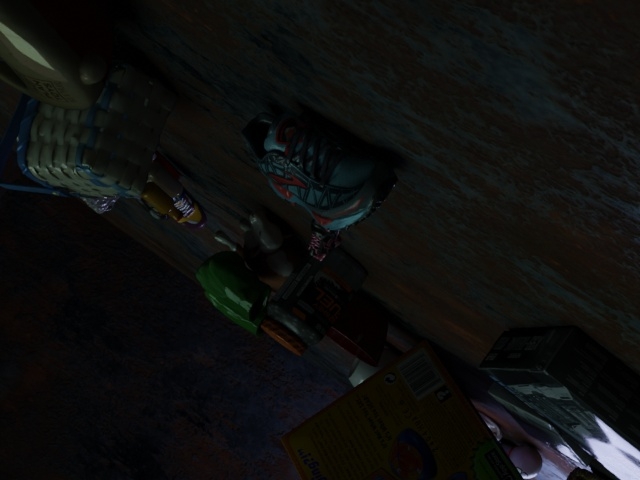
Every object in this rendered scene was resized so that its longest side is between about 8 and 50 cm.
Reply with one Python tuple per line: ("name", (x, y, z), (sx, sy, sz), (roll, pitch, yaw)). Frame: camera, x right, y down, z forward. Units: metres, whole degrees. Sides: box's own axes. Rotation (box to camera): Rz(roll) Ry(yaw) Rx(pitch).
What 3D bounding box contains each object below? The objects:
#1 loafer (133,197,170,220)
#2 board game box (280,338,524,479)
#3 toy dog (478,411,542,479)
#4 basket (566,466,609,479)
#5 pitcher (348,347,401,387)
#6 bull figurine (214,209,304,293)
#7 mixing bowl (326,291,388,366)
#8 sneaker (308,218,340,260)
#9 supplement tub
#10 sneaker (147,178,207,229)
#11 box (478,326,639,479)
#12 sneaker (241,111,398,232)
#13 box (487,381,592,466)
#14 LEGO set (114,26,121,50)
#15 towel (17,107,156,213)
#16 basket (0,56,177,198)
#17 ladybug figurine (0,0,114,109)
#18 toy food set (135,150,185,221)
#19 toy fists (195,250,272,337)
("loafer", (-0.428, -0.145, 2.355), (0.220, 0.080, 0.078), (38, 136, -3))
("board game box", (0.202, 0.492, 1.975), (0.356, 0.356, 0.356), (58, -177, 38))
("toy dog", (0.418, 0.553, 2.344), (0.220, 0.161, 0.334), (31, 168, 24))
("basket", (0.599, 0.631, 1.978), (0.299, 0.213, 0.223), (29, 167, 34))
("pitcher", (0.181, 0.318, 2.273), (0.207, 0.125, 0.178), (27, 148, -3))
("bull figurine", (-0.096, 0.035, 1.973), (0.188, 0.101, 0.310), (32, 166, 42))
("mixing bowl", (0.069, 0.164, 1.989), (0.181, 0.098, 0.181), (36, 169, 8))
("sneaker", (0.000, 0.000, 1.645), (0.047, 0.057, 0.119), (35, 168, 20))
("supplement tub", (-0.015, 0.104, 1.766), (0.117, 0.190, 0.117), (35, 169, 8))
("sneaker", (-0.333, -0.087, 2.267), (0.185, 0.069, 0.084), (40, 174, -19))
("box", (0.396, 0.241, 1.368), (0.307, 0.076, 0.242), (38, 168, -5))
("sneaker", (-0.017, -0.094, 1.202), (0.125, 0.104, 0.262), (47, 165, -34))
("box", (0.406, 0.332, 1.807), (0.145, 0.038, 0.186), (24, 162, 49))
("LEGO set", (-0.311, -0.305, 1.458), (0.054, 0.023, 0.083), (40, 155, -25))
("towel", (-0.443, -0.188, 1.891), (0.049, 0.187, 0.282), (32, 169, 41))
("basket", (-0.388, -0.182, 1.560), (0.289, 0.255, 0.201), (16, 174, 30))
("ladybug figurine", (-0.439, -0.336, 1.340), (0.449, 0.162, 0.305), (33, 168, 20))
("toy food set", (-0.364, -0.123, 2.106), (0.232, 0.111, 0.104), (19, 159, 50))
("toy fists", (-0.163, 0.096, 1.934), (0.142, 0.096, 0.279), (33, 167, 11))
